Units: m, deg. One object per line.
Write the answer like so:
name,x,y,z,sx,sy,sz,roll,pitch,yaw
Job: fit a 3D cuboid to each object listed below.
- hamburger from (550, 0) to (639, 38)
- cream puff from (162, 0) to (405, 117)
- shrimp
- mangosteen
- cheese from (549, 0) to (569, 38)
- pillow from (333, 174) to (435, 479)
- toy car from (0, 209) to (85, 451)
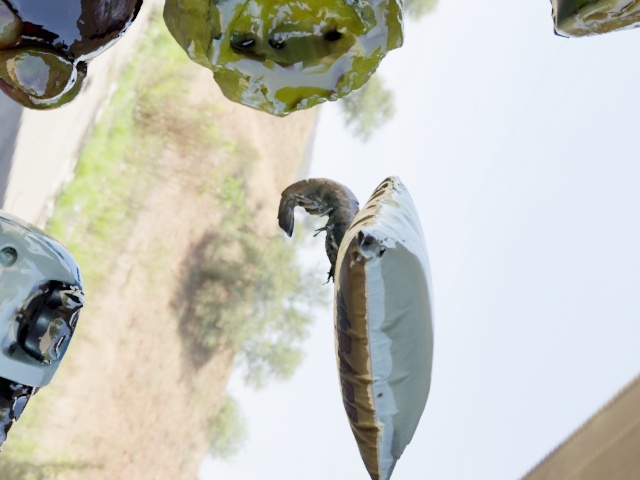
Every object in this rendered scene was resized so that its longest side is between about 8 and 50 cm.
hamburger,0.422,-0.335,1.179,0.265,0.134,0.285,-2,-161,43
cream puff,-0.033,-0.268,1.053,0.282,0.281,0.185,-68,-164,4
shrimp,0.000,0.000,1.822,0.058,0.169,0.296,108,-19,-57
mangosteen,-0.239,-0.214,0.748,0.210,0.209,0.210,-159,-90,-82
cheese,0.386,-0.400,1.529,0.038,0.095,0.145,-6,-94,51
pillow,0.079,0.094,1.148,0.312,0.119,0.310,-62,152,-71
toy car,-0.355,0.081,1.000,0.255,0.188,0.190,-59,-171,17
